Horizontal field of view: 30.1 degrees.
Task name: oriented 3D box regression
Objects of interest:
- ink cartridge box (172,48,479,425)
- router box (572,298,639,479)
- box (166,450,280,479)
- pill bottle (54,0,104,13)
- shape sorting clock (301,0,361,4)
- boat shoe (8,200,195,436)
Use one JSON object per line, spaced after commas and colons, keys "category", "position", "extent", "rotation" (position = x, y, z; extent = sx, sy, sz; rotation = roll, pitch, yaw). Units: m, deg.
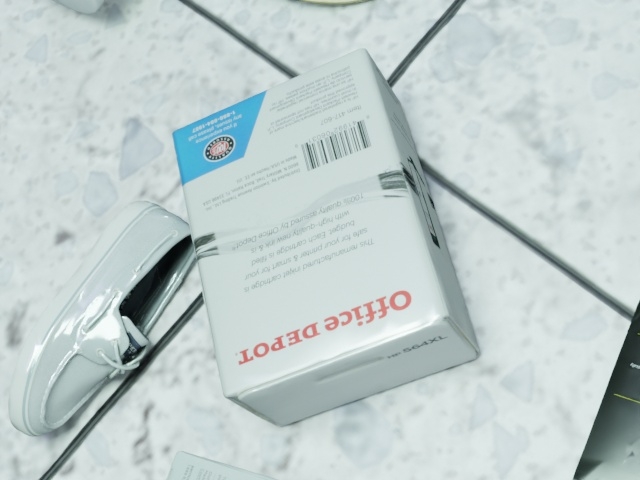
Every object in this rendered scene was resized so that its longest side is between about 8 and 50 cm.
{"category": "ink cartridge box", "position": [0.000, 0.000, 0.776], "extent": [0.148, 0.086, 0.203], "rotation": [-21, 62, 13]}
{"category": "router box", "position": [0.245, 0.106, 0.650], "extent": [0.178, 0.046, 0.133], "rotation": [18, 76, 29]}
{"category": "box", "position": [-0.045, 0.192, 0.708], "extent": [0.101, 0.087, 0.101], "rotation": [12, 73, 27]}
{"category": "pill bottle", "position": [-0.155, -0.323, 0.948], "extent": [0.152, 0.152, 0.272], "rotation": [24, 79, 29]}
{"category": "shape sorting clock", "position": [0.011, -0.279, 0.892], "extent": [0.206, 0.040, 0.206], "rotation": [-1, 82, 9]}
{"category": "boat shoe", "position": [-0.146, 0.060, 0.830], "extent": [0.063, 0.066, 0.184], "rotation": [22, 68, 30]}
